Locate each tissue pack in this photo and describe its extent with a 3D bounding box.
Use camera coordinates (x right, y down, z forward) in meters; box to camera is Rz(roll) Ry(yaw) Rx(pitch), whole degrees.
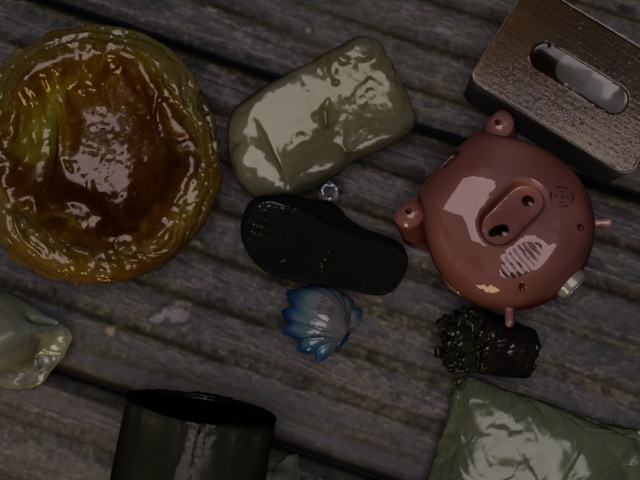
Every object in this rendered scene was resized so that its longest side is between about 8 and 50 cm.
[{"bbox_3d":[0.336,-0.205,1.769,0.246,0.136,0.159,31,85,2],"label":"tissue pack"}]

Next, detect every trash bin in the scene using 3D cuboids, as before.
[{"bbox_3d":[-0.177,0.354,1.670,0.203,0.252,0.301,11,90,-1],"label":"trash bin"}]

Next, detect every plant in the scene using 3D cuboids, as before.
[{"bbox_3d":[0.221,0.137,1.757,0.143,0.092,0.094,10,115,-3],"label":"plant"}]

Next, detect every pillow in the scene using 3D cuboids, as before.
[{"bbox_3d":[0.278,0.349,1.748,0.281,0.076,0.274,18,87,2],"label":"pillow"}]

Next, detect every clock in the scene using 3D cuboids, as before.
[{"bbox_3d":[0.251,-0.019,1.727,0.227,0.142,0.241,-44,73,-3],"label":"clock"}]

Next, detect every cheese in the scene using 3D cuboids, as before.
[{"bbox_3d":[-0.006,-0.158,1.788,0.263,0.093,0.159,-27,82,-1],"label":"cheese"}]

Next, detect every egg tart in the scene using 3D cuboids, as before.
[{"bbox_3d":[-0.301,-0.113,1.757,0.352,0.150,0.351,0,90,-2],"label":"egg tart"}]

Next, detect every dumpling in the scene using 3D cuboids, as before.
[{"bbox_3d":[-0.453,0.140,1.755,0.229,0.124,0.151,13,123,-6],"label":"dumpling"}]

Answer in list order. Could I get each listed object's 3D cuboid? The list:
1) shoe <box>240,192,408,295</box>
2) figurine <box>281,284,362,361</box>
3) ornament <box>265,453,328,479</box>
[{"bbox_3d":[0.000,0.000,1.781,0.241,0.093,0.108,18,113,-18],"label":"shoe"},{"bbox_3d":[-0.007,0.101,1.775,0.114,0.079,0.114,1,67,-2],"label":"figurine"},{"bbox_3d":[-0.041,0.326,1.769,0.092,0.041,0.068,35,63,14],"label":"ornament"}]
